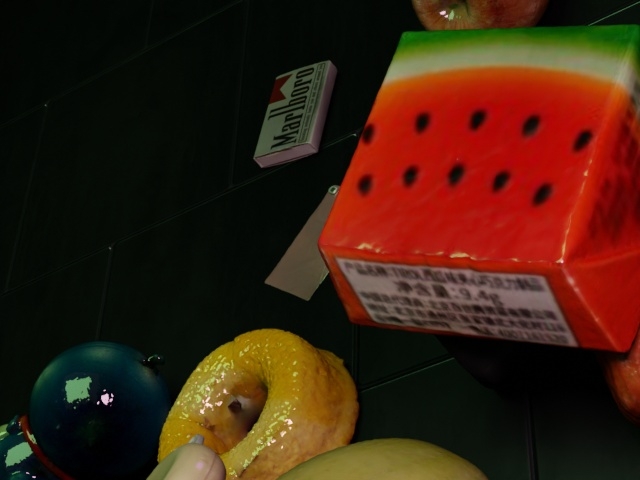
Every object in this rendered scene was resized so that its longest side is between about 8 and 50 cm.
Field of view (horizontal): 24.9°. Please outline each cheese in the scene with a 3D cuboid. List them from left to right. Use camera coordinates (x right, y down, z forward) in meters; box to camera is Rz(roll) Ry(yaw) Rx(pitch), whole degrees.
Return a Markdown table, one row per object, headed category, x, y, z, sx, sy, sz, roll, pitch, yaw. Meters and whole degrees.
| category | x | y | z | sx | sy | sz | roll | pitch | yaw |
| --- | --- | --- | --- | --- | --- | --- | --- | --- | --- |
| cheese | -0.161 | 0.286 | 1.743 | 0.163 | 0.071 | 0.249 | -46 | 8 | 32 |

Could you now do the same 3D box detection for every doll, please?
| category | x | y | z | sx | sy | sz | roll | pitch | yaw |
| --- | --- | --- | --- | --- | --- | --- | --- | --- | --- |
| doll | -0.339 | 0.270 | 2.063 | 0.322 | 0.198 | 0.186 | -47 | 7 | 10 |

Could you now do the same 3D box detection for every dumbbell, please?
| category | x | y | z | sx | sy | sz | roll | pitch | yaw |
| --- | --- | --- | --- | --- | --- | --- | --- | --- | --- |
| dumbbell | 0.264 | 0.007 | 1.741 | 0.322 | 0.204 | 0.204 | -40 | 38 | 6 |

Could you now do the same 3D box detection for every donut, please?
| category | x | y | z | sx | sy | sz | roll | pitch | yaw |
| --- | --- | --- | --- | --- | --- | --- | --- | --- | --- |
| donut | -0.096 | 0.249 | 1.929 | 0.303 | 0.110 | 0.303 | -25 | 41 | 24 |

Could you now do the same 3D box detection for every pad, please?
| category | x | y | z | sx | sy | sz | roll | pitch | yaw |
| --- | --- | --- | --- | --- | --- | --- | --- | --- | --- |
| pad | 0.000 | 0.000 | 2.152 | 0.113 | 0.006 | 0.188 | 21 | 71 | 49 |

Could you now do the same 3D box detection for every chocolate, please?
| category | x | y | z | sx | sy | sz | roll | pitch | yaw |
| --- | --- | --- | --- | --- | --- | --- | --- | --- | --- |
| chocolate | 0.202 | -0.070 | 1.582 | 0.360 | 0.161 | 0.341 | 4 | 61 | 37 |

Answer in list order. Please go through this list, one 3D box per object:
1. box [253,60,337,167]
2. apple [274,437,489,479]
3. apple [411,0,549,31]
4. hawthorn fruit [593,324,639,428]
| category | x | y | z | sx | sy | sz | roll | pitch | yaw |
| --- | --- | --- | --- | --- | --- | --- | --- | --- | --- |
| box | -0.039 | -0.204 | 2.351 | 0.115 | 0.036 | 0.177 | -13 | 48 | 34 |
| apple | 0.077 | 0.374 | 1.484 | 0.360 | 0.320 | 0.311 | -46 | 33 | -21 |
| apple | 0.237 | -0.382 | 2.129 | 0.211 | 0.211 | 0.188 | -4 | 27 | 41 |
| hawthorn fruit | 0.379 | 0.131 | 1.548 | 0.189 | 0.189 | 0.251 | -17 | 52 | 31 |
